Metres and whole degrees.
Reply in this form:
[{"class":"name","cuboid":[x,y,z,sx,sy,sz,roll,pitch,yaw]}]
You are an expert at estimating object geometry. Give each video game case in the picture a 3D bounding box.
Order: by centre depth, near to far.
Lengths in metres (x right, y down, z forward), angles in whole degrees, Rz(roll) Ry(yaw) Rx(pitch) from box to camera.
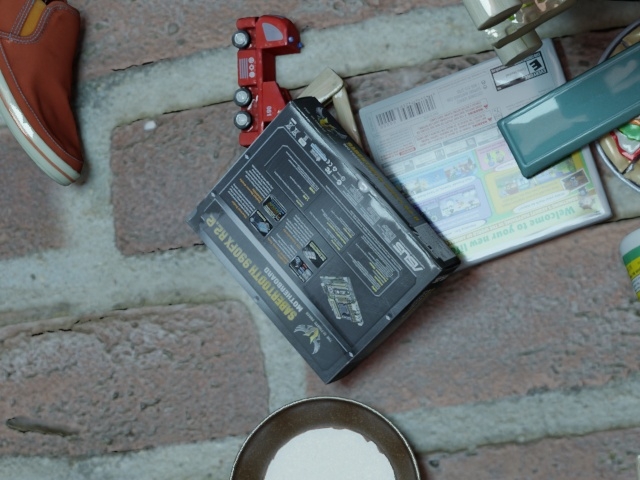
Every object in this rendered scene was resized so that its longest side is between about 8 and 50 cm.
[{"class":"video game case","cuboid":[0.164,-0.079,1.666,0.212,0.023,0.193,-20,78,14]}]

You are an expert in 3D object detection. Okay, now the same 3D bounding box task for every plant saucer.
[{"class":"plant saucer","cuboid":[0.267,-0.136,1.613,0.192,0.018,0.067,-29,74,14]},{"class":"plant saucer","cuboid":[0.006,0.257,1.661,0.198,0.036,0.198,-3,75,13]}]

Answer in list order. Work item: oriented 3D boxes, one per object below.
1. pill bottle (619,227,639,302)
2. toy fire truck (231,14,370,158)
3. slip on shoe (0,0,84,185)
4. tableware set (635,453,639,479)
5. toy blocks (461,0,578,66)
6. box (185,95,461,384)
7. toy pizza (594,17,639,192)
[{"class":"pill bottle","cuboid":[0.368,0.077,1.535,0.117,0.117,0.208,-23,78,14]},{"class":"toy fire truck","cuboid":[-0.020,-0.144,1.718,0.135,0.047,0.192,-3,83,17]},{"class":"slip on shoe","cuboid":[-0.308,-0.218,1.786,0.101,0.123,0.331,-19,74,11]},{"class":"tableware set","cuboid":[0.373,0.254,1.566,0.154,0.024,0.104,-1,87,16]},{"class":"toy blocks","cuboid":[0.190,-0.336,1.379,0.288,0.309,0.260,-29,83,12]},{"class":"box","cuboid":[0.000,0.000,1.657,0.231,0.056,0.183,48,117,12]},{"class":"toy pizza","cuboid":[0.359,-0.135,1.606,0.201,0.032,0.201,-2,84,17]}]
